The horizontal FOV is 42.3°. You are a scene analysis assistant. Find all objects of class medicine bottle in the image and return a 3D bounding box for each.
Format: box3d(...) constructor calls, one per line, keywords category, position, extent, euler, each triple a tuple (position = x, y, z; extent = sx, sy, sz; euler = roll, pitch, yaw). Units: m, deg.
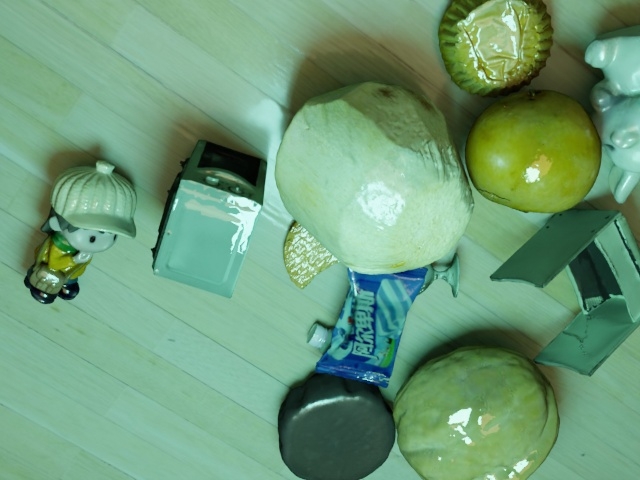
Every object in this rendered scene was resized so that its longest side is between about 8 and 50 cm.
box3d(category="medicine bottle", position=(0.031, 0.240, 1.916), extent=(0.118, 0.074, 0.055), euler=(27, 109, -11))

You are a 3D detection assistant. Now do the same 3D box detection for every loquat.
box3d(category="loquat", position=(0.410, -0.164, 1.601), extent=(0.263, 0.263, 0.263), euler=(0, 111, -1))

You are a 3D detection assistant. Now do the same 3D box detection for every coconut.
box3d(category="coconut", position=(0.099, -0.141, 1.620), extent=(0.344, 0.415, 0.415), euler=(-33, 110, -11))

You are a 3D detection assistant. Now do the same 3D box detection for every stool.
box3d(category="stool", position=(0.548, 0.102, 1.768), extent=(0.269, 0.170, 0.244), euler=(-40, 110, -21))

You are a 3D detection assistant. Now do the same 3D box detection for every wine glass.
box3d(category="wine glass", position=(0.188, 0.073, 1.842), extent=(0.231, 0.103, 0.103), euler=(3, 111, 0))

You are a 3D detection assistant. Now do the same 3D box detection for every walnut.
box3d(category="walnut", position=(0.347, 0.396, 1.856), extent=(0.381, 0.381, 0.381), euler=(0, 111, -1))

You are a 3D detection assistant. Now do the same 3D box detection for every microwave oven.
box3d(category="microwave oven", position=(-0.225, -0.055, 1.678), extent=(0.181, 0.295, 0.237), euler=(19, 110, -9))

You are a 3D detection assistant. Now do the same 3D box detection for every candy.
box3d(category="candy", position=(0.106, 0.179, 1.815), extent=(0.187, 0.077, 0.331), euler=(12, 120, -8))

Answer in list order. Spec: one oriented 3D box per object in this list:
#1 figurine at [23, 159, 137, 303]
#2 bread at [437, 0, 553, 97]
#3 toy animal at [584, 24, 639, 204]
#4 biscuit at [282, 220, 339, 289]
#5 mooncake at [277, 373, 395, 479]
box3d(category="figurine", position=(-0.524, -0.023, 1.760), extent=(0.332, 0.185, 0.204), euler=(-36, 79, 30))
box3d(category="bread", position=(0.352, -0.395, 1.644), extent=(0.240, 0.139, 0.240), euler=(0, 115, -1))
box3d(category="toy animal", position=(0.658, -0.248, 1.656), extent=(0.241, 0.196, 0.368), euler=(-12, 104, -41))
box3d(category="biscuit", position=(0.000, 0.000, 1.844), extent=(0.224, 0.033, 0.144), euler=(-42, 106, 12))
box3d(category="mooncake", position=(0.034, 0.437, 1.957), extent=(0.283, 0.141, 0.283), euler=(-3, 116, -7))
